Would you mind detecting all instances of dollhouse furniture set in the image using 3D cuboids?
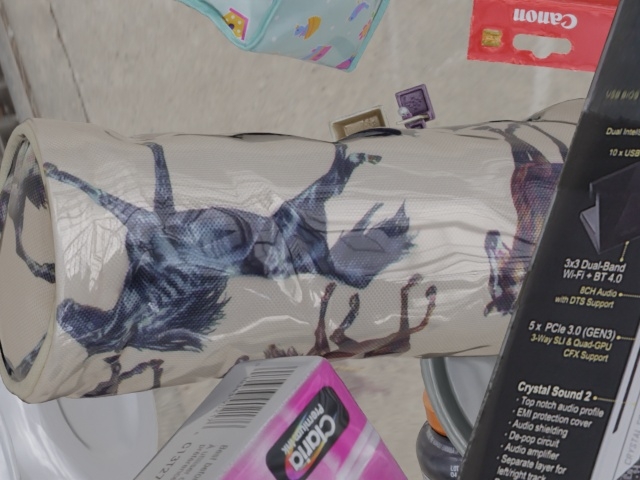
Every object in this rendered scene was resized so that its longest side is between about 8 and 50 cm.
[{"bbox_3d":[0.066,-0.108,1.670,0.114,0.081,0.091,-17,92,15],"label":"dollhouse furniture set"}]

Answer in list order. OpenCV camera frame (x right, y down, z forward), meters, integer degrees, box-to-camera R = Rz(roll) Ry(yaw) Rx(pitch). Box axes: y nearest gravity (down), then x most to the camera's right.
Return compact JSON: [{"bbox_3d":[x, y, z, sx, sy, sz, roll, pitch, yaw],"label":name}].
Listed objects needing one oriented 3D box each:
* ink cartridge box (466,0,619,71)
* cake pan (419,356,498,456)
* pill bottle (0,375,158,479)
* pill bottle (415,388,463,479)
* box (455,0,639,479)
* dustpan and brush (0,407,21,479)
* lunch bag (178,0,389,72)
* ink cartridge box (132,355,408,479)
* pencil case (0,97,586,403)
[{"bbox_3d":[0.264,-0.306,1.741,0.181,0.056,0.225,5,95,-10],"label":"ink cartridge box"},{"bbox_3d":[0.227,0.081,1.284,0.293,0.054,0.293,0,85,5],"label":"cake pan"},{"bbox_3d":[-0.381,0.209,1.517,0.407,0.229,0.229,-22,85,22],"label":"pill bottle"},{"bbox_3d":[0.173,0.248,1.596,0.130,0.130,0.246,-22,117,-12],"label":"pill bottle"},{"bbox_3d":[0.167,0.061,0.257,0.076,0.307,0.242,40,64,-45],"label":"box"},{"bbox_3d":[-0.105,0.069,0.425,0.060,0.147,0.211,-16,44,-32],"label":"dustpan and brush"},{"bbox_3d":[-0.006,-0.312,1.495,0.160,0.223,0.262,35,106,23],"label":"lunch bag"},{"bbox_3d":[0.029,0.242,0.633,0.176,0.069,0.371,-48,116,-36],"label":"ink cartridge box"},{"bbox_3d":[0.000,0.000,0.936,0.410,0.183,0.160,-4,96,-20],"label":"pencil case"}]
